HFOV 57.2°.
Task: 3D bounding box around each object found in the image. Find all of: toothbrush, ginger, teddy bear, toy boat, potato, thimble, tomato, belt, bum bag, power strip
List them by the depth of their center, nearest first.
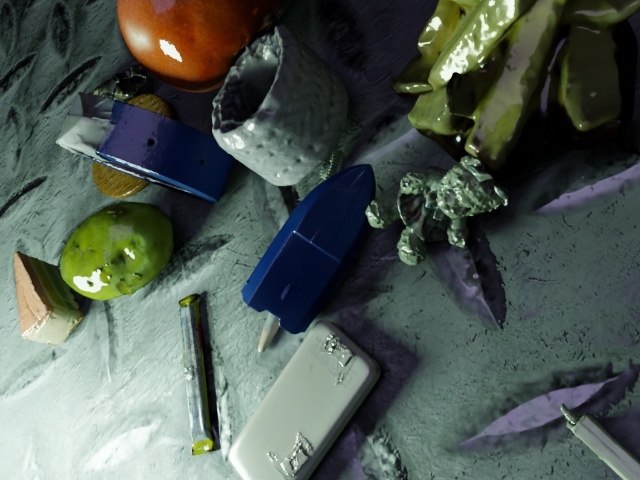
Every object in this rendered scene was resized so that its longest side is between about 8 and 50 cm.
[{"bbox_3d":[0.348,0.256,0.661,0.030,0.047,0.191,-47,55,5],"label":"power strip"},{"bbox_3d":[0.229,-0.296,0.818,0.358,0.211,0.413,-28,51,26],"label":"ginger"},{"bbox_3d":[0.181,-0.056,0.848,0.213,0.111,0.133,-30,102,42],"label":"teddy bear"},{"bbox_3d":[0.000,0.000,0.953,0.129,0.088,0.295,33,89,-3],"label":"toy boat"},{"bbox_3d":[-0.035,0.016,1.012,0.028,0.037,0.375,18,87,40],"label":"toothbrush"},{"bbox_3d":[-0.072,-0.234,1.023,0.217,0.157,0.245,-6,60,43],"label":"thimble"},{"bbox_3d":[-0.223,-0.459,1.115,0.341,0.273,0.341,-51,12,15],"label":"tomato"},{"bbox_3d":[-0.341,-0.178,1.151,0.347,0.212,0.117,20,86,14],"label":"belt"},{"bbox_3d":[-0.404,0.021,1.186,0.253,0.148,0.186,-18,80,18],"label":"potato"},{"bbox_3d":[-0.512,-0.356,1.435,0.248,0.069,0.102,-15,58,36],"label":"bum bag"}]

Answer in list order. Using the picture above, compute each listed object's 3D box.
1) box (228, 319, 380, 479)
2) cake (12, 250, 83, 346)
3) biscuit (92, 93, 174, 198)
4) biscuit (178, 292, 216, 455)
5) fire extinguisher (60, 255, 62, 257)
[{"bbox_3d":[-0.031,0.271,0.910,0.142,0.044,0.285,38,96,39],"label":"box"},{"bbox_3d":[-0.604,0.113,1.303,0.090,0.109,0.225,-35,58,19],"label":"cake"},{"bbox_3d":[-0.428,-0.215,1.350,0.262,0.037,0.261,-11,68,30],"label":"biscuit"},{"bbox_3d":[-0.227,0.235,1.062,0.048,0.026,0.291,-22,63,21],"label":"biscuit"},{"bbox_3d":[-0.552,0.059,1.344,0.100,0.032,0.046,13,115,36],"label":"fire extinguisher"}]
